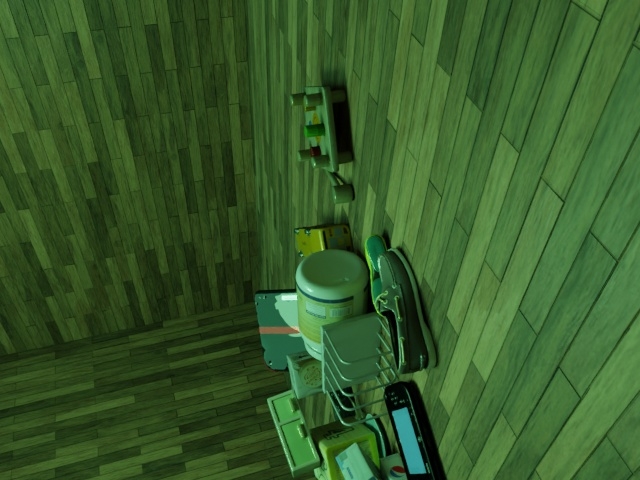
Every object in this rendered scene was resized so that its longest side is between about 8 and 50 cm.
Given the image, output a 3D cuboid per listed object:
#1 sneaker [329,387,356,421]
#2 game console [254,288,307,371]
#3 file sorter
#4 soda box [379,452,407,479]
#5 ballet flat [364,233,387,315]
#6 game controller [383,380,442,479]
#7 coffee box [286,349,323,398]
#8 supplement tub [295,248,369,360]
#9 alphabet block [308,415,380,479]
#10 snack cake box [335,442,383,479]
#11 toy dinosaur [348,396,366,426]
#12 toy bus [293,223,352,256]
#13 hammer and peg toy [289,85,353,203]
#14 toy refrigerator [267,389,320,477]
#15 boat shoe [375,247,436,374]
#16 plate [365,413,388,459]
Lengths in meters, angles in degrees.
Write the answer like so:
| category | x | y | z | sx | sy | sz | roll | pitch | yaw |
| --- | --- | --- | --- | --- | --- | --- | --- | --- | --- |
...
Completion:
| category | x | y | z | sx | sy | sz | roll | pitch | yaw |
| --- | --- | --- | --- | --- | --- | --- | --- | --- | --- |
| sneaker | 0.100 | 0.693 | 2.350 | 0.130 | 0.109 | 0.286 | 88 | 174 | -69 |
| game console | -0.078 | 0.357 | 2.342 | 0.060 | 0.386 | 0.342 | -13 | -83 | -61 |
| file sorter | 0.122 | 0.391 | 1.798 | 0.173 | 0.192 | 0.278 | -124 | 26 | -52 |
| soda box | 0.252 | 0.757 | 1.813 | 0.216 | 0.069 | 0.074 | -127 | 29 | -62 |
| ballet flat | 0.172 | 0.096 | 1.636 | 0.077 | 0.077 | 0.231 | 37 | -138 | -79 |
| game controller | 0.255 | 0.553 | 1.644 | 0.166 | 0.067 | 0.319 | 115 | 141 | -68 |
| coffee box | 0.015 | 0.466 | 2.159 | 0.098 | 0.246 | 0.141 | -160 | 60 | -75 |
| supplement tub | 0.039 | 0.212 | 1.902 | 0.228 | 0.228 | 0.316 | -119 | 23 | -52 |
| alphabet block | 0.083 | 0.762 | 2.100 | 0.197 | 0.193 | 0.192 | -172 | 70 | -70 |
| snack cake box | 0.168 | 0.798 | 1.921 | 0.264 | 0.089 | 0.152 | 55 | 178 | -30 |
| toy dinosaur | 0.148 | 0.671 | 2.239 | 0.183 | 0.053 | 0.093 | 61 | 144 | 32 |
| toy bus | 0.000 | 0.000 | 2.096 | 0.332 | 0.130 | 0.108 | -173 | 72 | -76 |
| hammer and peg toy | 0.000 | -0.300 | 1.863 | 0.266 | 0.127 | 0.361 | -139 | 40 | -68 |
| toy refrigerator | -0.096 | 0.673 | 2.082 | 0.094 | 0.102 | 0.270 | 90 | 159 | -55 |
| boat shoe | 0.198 | 0.176 | 1.512 | 0.116 | 0.096 | 0.324 | 118 | 139 | -69 |
| plate | 0.201 | 0.696 | 2.064 | 0.188 | 0.024 | 0.188 | 170 | 90 | -77 |
